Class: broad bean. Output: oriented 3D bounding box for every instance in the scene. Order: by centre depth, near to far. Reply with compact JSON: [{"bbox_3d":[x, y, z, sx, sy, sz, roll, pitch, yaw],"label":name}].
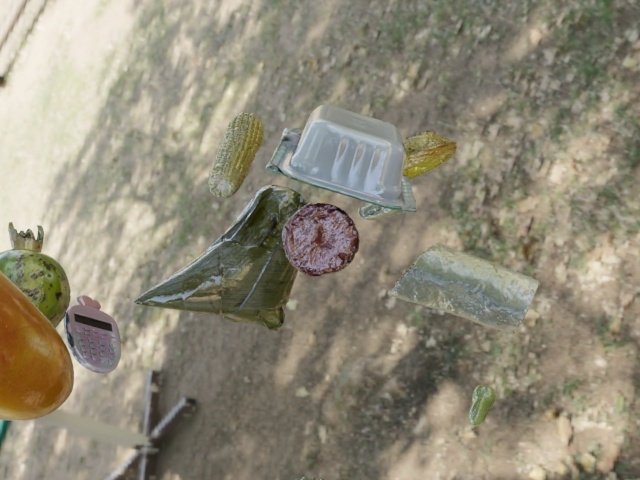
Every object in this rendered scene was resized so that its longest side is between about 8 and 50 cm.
[{"bbox_3d":[0.318,0.328,1.777,0.045,0.063,0.083,19,78,16],"label":"broad bean"}]

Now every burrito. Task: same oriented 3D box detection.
[{"bbox_3d":[0.298,0.099,1.887,0.105,0.299,0.143,-50,-26,-59],"label":"burrito"},{"bbox_3d":[0.153,-0.075,2.032,0.149,0.055,0.041,-20,45,45],"label":"burrito"}]

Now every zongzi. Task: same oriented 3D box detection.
[{"bbox_3d":[-0.202,0.020,1.922,0.160,0.360,0.323,25,103,53],"label":"zongzi"}]

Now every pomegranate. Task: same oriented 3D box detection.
[{"bbox_3d":[-0.607,0.084,1.779,0.198,0.198,0.246,-45,69,42],"label":"pomegranate"}]

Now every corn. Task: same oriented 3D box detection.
[{"bbox_3d":[-0.181,-0.192,1.955,0.086,0.086,0.288,-52,15,36],"label":"corn"}]

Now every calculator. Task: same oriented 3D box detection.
[{"bbox_3d":[-0.387,0.158,1.516,0.024,0.103,0.166,-48,41,25],"label":"calculator"}]

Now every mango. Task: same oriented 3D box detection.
[{"bbox_3d":[-0.344,0.102,0.878,0.187,0.257,0.138,-22,44,39],"label":"mango"}]

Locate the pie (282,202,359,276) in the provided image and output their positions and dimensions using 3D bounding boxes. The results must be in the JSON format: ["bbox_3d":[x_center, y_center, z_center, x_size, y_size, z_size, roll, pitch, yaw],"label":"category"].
[{"bbox_3d":[0.000,0.000,1.726,0.036,0.154,0.155,-132,58,-80],"label":"pie"}]

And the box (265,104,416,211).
[{"bbox_3d":[0.054,-0.164,1.598,0.337,0.264,0.106,-83,10,-74],"label":"box"}]

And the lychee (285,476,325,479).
[{"bbox_3d":[-0.029,0.461,1.264,0.255,0.255,0.274,-57,24,30],"label":"lychee"}]

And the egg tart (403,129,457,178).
[{"bbox_3d":[0.215,-0.189,1.978,0.191,0.191,0.074,-29,80,52],"label":"egg tart"}]
